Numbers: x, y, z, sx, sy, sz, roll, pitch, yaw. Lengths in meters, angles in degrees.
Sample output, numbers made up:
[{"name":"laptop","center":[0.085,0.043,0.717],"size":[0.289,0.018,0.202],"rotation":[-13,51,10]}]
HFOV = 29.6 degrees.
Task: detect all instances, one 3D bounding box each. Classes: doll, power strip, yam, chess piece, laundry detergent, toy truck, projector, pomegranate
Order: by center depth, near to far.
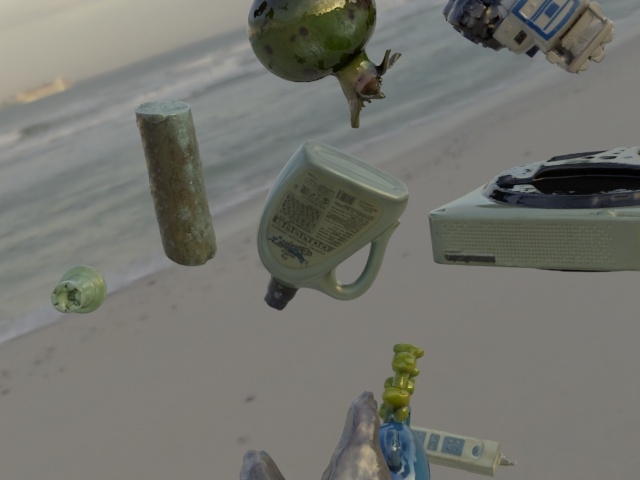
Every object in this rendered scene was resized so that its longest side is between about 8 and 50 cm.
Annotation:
[{"name":"projector","center":[0.265,-0.037,1.107],"size":[0.257,0.079,0.259],"rotation":[2,14,32]},{"name":"pomegranate","center":[0.009,-0.224,1.283],"size":[0.148,0.169,0.148],"rotation":[-57,10,15]},{"name":"toy truck","center":[0.253,-0.268,1.399],"size":[0.161,0.177,0.213],"rotation":[-50,8,12]},{"name":"doll","center":[0.079,0.316,1.477],"size":[0.098,0.341,0.346],"rotation":[4,50,0]},{"name":"chess piece","center":[-0.332,0.071,1.643],"size":[0.067,0.067,0.103],"rotation":[-18,3,5]},{"name":"power strip","center":[0.191,0.306,1.762],"size":[0.191,0.030,0.048],"rotation":[8,51,17]},{"name":"yam","center":[-0.226,-0.090,1.914],"size":[0.093,0.259,0.093],"rotation":[-9,15,2]},{"name":"laundry detergent","center":[0.000,0.000,1.935],"size":[0.214,0.281,0.105],"rotation":[24,23,-5]}]

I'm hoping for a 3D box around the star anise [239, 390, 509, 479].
[{"name":"star anise","center":[0.041,0.280,0.924],"size":[0.359,0.316,0.139],"rotation":[7,3,5]}]
